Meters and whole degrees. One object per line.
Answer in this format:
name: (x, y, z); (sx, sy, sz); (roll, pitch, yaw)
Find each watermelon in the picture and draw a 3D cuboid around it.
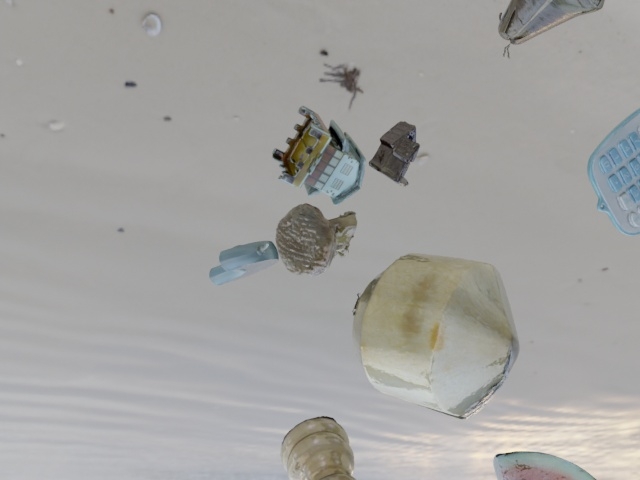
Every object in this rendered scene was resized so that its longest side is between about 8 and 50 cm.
watermelon: (0.426, 0.486, 1.138); (0.208, 0.202, 0.136); (-3, 178, 30)

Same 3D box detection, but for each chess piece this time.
chess piece: (0.018, 0.446, 1.070); (0.143, 0.261, 0.142); (-5, 112, -13)

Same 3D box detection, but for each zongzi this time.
zongzi: (0.409, -0.519, 1.219); (0.241, 0.111, 0.248); (40, 154, -20)

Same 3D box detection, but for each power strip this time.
power strip: (-0.150, 0.040, 1.232); (0.137, 0.044, 0.216); (-16, 171, -22)

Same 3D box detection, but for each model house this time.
model house: (0.207, -0.222, 1.544); (0.106, 0.165, 0.152); (20, 103, -32)
model house: (0.001, -0.240, 1.749); (0.215, 0.224, 0.198); (26, 110, -26)

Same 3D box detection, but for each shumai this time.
shumai: (0.000, 0.000, 1.409); (0.153, 0.161, 0.210); (-2, -163, -37)

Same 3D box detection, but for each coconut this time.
coconut: (0.231, 0.174, 1.154); (0.323, 0.322, 0.323); (-3, 149, -2)

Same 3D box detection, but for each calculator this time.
calculator: (0.766, -0.180, 1.394); (0.386, 0.256, 0.054); (-36, -168, -15)
